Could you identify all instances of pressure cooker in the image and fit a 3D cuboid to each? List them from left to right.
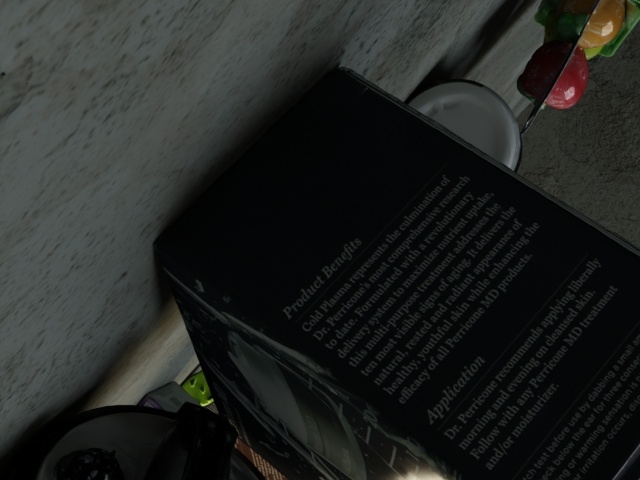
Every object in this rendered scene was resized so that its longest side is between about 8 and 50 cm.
[{"bbox_3d":[-0.231,0.401,1.337,0.375,0.370,0.420,0,137,-43],"label":"pressure cooker"}]

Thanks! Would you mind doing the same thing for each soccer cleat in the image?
[{"bbox_3d":[-0.227,0.275,1.984,0.179,0.060,0.072,-43,-177,5],"label":"soccer cleat"}]

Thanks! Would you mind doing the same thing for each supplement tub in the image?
[{"bbox_3d":[0.225,-0.148,1.859,0.193,0.193,0.316,-50,172,9],"label":"supplement tub"}]

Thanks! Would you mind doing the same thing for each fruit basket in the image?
[{"bbox_3d":[0.408,-0.332,1.954,0.353,0.165,0.327,-55,175,-10],"label":"fruit basket"}]

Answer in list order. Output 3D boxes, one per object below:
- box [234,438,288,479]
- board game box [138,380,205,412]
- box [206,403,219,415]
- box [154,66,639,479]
[{"bbox_3d":[-0.065,0.366,2.173,0.143,0.191,0.381,-14,-178,-40],"label":"box"},{"bbox_3d":[-0.280,0.374,1.801,0.275,0.142,0.144,-50,173,9],"label":"board game box"},{"bbox_3d":[-0.216,0.298,2.115,0.162,0.029,0.116,-48,152,-8],"label":"box"},{"bbox_3d":[0.123,0.150,1.254,0.297,0.472,0.480,-44,155,-20],"label":"box"}]
